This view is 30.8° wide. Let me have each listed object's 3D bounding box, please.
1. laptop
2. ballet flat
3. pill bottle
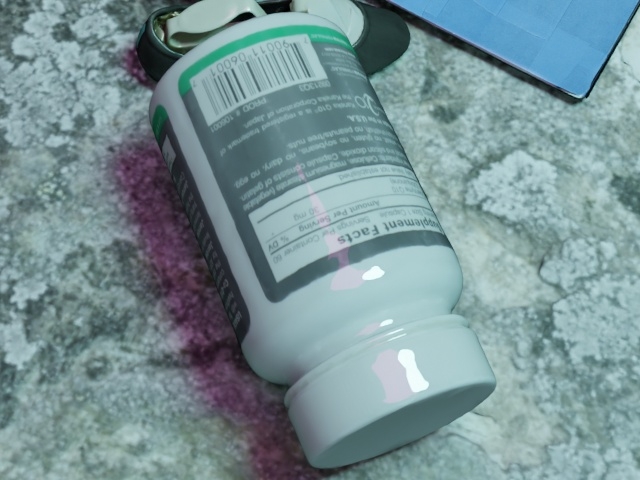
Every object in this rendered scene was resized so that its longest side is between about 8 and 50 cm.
[{"bbox_3d":[0.186,-0.428,1.183,0.236,0.408,0.382,13,61,40],"label":"laptop"},{"bbox_3d":[-0.045,-0.204,1.160,0.280,0.096,0.095,-8,67,-4],"label":"ballet flat"},{"bbox_3d":[0.000,0.000,1.019,0.204,0.204,0.361,-20,70,-9],"label":"pill bottle"}]
